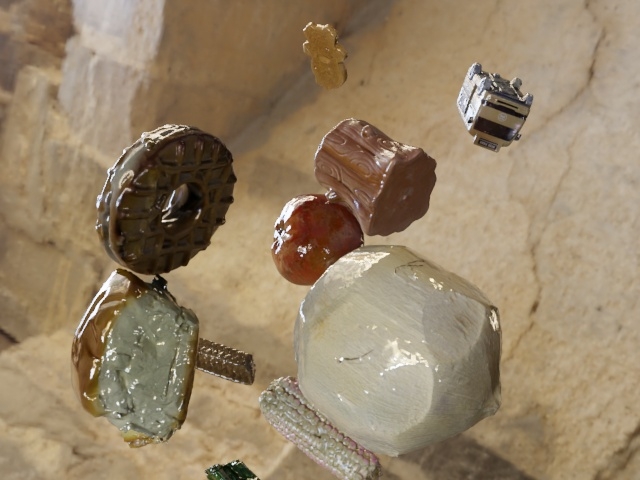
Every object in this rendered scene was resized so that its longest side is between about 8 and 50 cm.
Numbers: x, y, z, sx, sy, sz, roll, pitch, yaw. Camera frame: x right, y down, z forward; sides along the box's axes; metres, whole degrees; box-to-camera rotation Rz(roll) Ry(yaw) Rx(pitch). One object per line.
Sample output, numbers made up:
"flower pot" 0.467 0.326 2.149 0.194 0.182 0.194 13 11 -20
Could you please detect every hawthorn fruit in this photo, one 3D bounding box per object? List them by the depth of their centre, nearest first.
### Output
"hawthorn fruit" 0.000 0.000 2.585 0.299 0.275 0.275 6 -159 -42

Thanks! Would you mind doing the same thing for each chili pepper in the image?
"chili pepper" -0.187 0.586 2.162 0.216 0.062 0.108 32 -163 29

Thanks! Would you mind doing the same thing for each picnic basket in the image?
"picnic basket" -0.251 0.302 2.320 0.193 0.110 0.055 17 -124 16

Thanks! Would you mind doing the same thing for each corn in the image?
"corn" -0.003 0.451 2.129 0.335 0.127 0.126 41 -155 20

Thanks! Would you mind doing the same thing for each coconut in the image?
"coconut" 0.145 0.199 1.585 0.360 0.346 0.346 39 -156 22

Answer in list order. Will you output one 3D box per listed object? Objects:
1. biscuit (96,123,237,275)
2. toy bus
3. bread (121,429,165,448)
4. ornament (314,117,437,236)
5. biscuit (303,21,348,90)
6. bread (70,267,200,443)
"biscuit" -0.301 -0.077 1.821 0.103 0.332 0.332 31 -159 28
"toy bus" 0.433 -0.342 2.333 0.139 0.157 0.289 18 -157 -8
"bread" -0.438 0.433 2.315 0.127 0.147 0.152 -16 -167 26
"ornament" 0.112 -0.143 2.034 0.217 0.221 0.235 39 178 35
"biscuit" 0.018 -0.453 2.257 0.133 0.184 0.027 7 -138 43
"bread" -0.340 0.199 1.686 0.225 0.279 0.250 16 -179 -16
